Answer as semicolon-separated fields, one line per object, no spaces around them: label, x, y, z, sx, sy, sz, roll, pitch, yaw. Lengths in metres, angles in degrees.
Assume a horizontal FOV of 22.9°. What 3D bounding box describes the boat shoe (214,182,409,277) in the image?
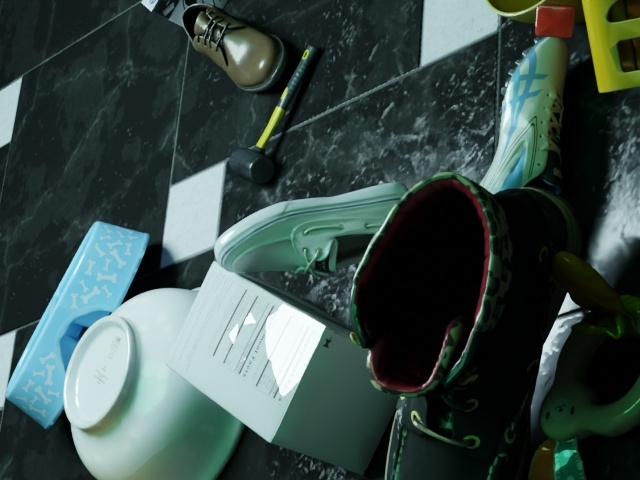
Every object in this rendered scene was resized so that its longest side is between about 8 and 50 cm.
boat shoe;0.000;0.000;1.707;0.226;0.083;0.076;-19;56;-3

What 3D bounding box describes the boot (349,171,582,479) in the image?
boot;0.110;0.118;1.388;0.138;0.284;0.377;22;92;22

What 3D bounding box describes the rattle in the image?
rattle;0.216;0.129;1.398;0.199;0.143;0.130;-50;53;12

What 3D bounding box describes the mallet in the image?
mallet;-0.048;-0.156;1.981;0.189;0.039;0.062;-58;35;5

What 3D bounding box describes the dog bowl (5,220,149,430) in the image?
dog bowl;-0.327;0.107;2.102;0.297;0.074;0.166;-61;11;8

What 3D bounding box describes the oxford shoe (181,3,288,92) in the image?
oxford shoe;-0.121;-0.255;2.075;0.227;0.096;0.083;33;96;52

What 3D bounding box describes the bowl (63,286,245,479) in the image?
bowl;-0.220;0.178;1.928;0.298;0.134;0.298;-28;52;41

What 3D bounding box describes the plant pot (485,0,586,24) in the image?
plant pot;0.245;-0.271;1.614;0.134;0.095;0.134;-29;49;40

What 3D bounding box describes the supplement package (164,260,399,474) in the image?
supplement package;-0.037;0.134;1.712;0.244;0.139;0.134;27;92;55

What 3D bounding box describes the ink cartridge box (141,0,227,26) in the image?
ink cartridge box;-0.153;-0.393;2.190;0.207;0.097;0.046;-60;36;10

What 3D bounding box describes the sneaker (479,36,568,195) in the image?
sneaker;0.214;-0.093;1.580;0.086;0.085;0.237;11;76;28

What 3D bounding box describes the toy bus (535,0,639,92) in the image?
toy bus;0.288;-0.233;1.457;0.202;0.104;0.191;36;113;13
